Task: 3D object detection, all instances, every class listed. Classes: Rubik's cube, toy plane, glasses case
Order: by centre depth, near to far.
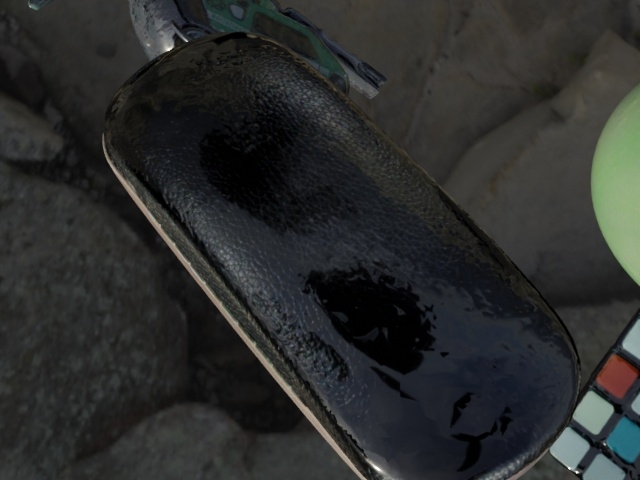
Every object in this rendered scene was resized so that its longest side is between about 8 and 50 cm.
[{"bbox_3d":[0.000,0.000,0.603,0.122,0.314,0.075,-33,148,-17],"label":"glasses case"},{"bbox_3d":[0.323,0.152,0.957,0.184,0.182,0.187,-56,150,9],"label":"Rubik's cube"},{"bbox_3d":[-0.112,-0.186,0.981,0.382,0.155,0.106,25,140,-12],"label":"toy plane"}]

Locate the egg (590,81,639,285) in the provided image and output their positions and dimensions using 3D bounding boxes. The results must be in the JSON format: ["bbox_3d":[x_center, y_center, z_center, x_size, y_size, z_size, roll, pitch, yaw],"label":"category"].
[{"bbox_3d":[0.315,-0.034,0.810,0.270,0.220,0.220,16,119,36],"label":"egg"}]
